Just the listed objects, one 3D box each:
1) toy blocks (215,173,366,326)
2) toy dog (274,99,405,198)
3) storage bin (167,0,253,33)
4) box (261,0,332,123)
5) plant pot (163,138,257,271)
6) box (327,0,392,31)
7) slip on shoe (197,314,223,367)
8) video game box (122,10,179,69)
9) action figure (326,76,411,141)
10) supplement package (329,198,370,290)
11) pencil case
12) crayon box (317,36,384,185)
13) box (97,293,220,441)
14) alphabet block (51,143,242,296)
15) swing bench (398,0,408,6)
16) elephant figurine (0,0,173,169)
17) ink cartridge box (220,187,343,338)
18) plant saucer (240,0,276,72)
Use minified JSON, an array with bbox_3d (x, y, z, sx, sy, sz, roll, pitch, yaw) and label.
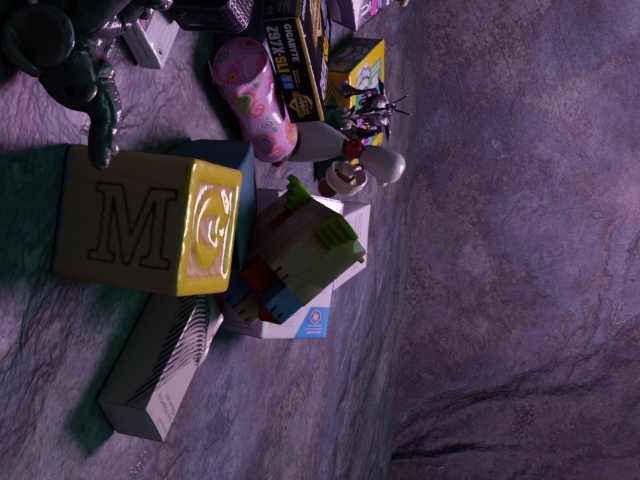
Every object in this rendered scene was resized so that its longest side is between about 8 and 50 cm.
[{"bbox_3d":[-0.084,0.039,1.572,0.191,0.261,0.381,51,-5,-20],"label":"toy blocks"},{"bbox_3d":[0.007,-0.182,1.938,0.220,0.333,0.161,-35,154,-35],"label":"toy dog"},{"bbox_3d":[-0.166,-0.420,1.327,0.084,0.122,0.180,49,50,-70],"label":"storage bin"},{"bbox_3d":[-0.040,-0.433,1.714,0.257,0.079,0.322,76,14,-49],"label":"box"},{"bbox_3d":[-0.194,-0.083,1.501,0.234,0.165,0.166,-70,161,-57],"label":"plant pot"},{"bbox_3d":[0.045,-0.603,1.847,0.142,0.163,0.247,-44,148,-23],"label":"box"},{"bbox_3d":[-0.235,0.191,1.684,0.041,0.051,0.135,39,60,-24],"label":"slip on shoe"},{"bbox_3d":[-0.259,-0.400,1.319,0.187,0.048,0.205,73,29,-60],"label":"video game box"},{"bbox_3d":[0.076,-0.315,2.137,0.141,0.275,0.164,-139,-141,-66],"label":"action figure"},{"bbox_3d":[0.000,0.000,2.139,0.293,0.177,0.175,-29,124,-70],"label":"supplement package"},{"bbox_3d":[-0.128,-0.274,1.705,0.284,0.124,0.124,65,36,-60],"label":"pencil case"},{"bbox_3d":[0.086,-0.365,2.392,0.363,0.106,0.313,-56,148,-58],"label":"crayon box"},{"bbox_3d":[-0.268,0.193,1.473,0.113,0.094,0.275,78,25,-48],"label":"box"},{"bbox_3d":[-0.247,-0.028,1.264,0.192,0.197,0.194,0,98,-73],"label":"alphabet block"},{"bbox_3d":[0.129,-0.720,2.071,0.165,0.253,0.255,102,9,-46],"label":"swing bench"},{"bbox_3d":[-0.306,-0.245,1.075,0.169,0.186,0.239,22,103,-39],"label":"elephant figurine"},{"bbox_3d":[-0.080,0.050,1.868,0.223,0.129,0.308,8,91,-51],"label":"ink cartridge box"},{"bbox_3d":[-0.103,-0.466,1.824,0.317,0.043,0.318,7,90,-74],"label":"plant saucer"}]
